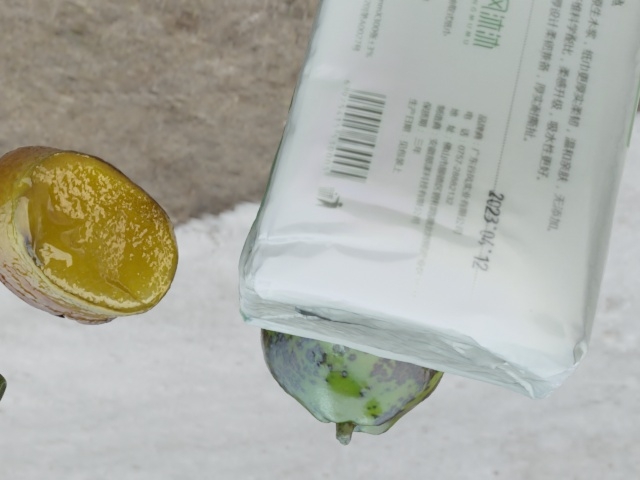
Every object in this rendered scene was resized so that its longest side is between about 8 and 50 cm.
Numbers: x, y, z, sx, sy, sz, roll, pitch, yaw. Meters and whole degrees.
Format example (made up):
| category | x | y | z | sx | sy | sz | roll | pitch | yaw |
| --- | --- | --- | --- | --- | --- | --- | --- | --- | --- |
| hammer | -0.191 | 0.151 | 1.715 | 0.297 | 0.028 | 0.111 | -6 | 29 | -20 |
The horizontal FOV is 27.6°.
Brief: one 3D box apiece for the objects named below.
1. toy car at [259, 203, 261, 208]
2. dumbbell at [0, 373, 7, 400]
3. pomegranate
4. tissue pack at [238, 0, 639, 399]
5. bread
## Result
| category | x | y | z | sx | sy | sz | roll | pitch | yaw |
| --- | --- | --- | --- | --- | --- | --- | --- | --- | --- |
| toy car | 0.000 | 0.000 | 1.658 | 0.170 | 0.080 | 0.070 | 35 | 107 | -31 |
| dumbbell | -0.436 | 0.163 | 1.624 | 0.046 | 0.052 | 0.118 | 6 | 147 | 25 |
| pomegranate | 0.067 | 0.085 | 1.464 | 0.204 | 0.276 | 0.222 | 45 | 161 | 1 |
| tissue pack | 0.100 | -0.079 | 1.022 | 0.266 | 0.356 | 0.194 | 15 | 165 | 3 |
| bread | -0.305 | -0.004 | 1.630 | 0.142 | 0.195 | 0.269 | -2 | 149 | 48 |
